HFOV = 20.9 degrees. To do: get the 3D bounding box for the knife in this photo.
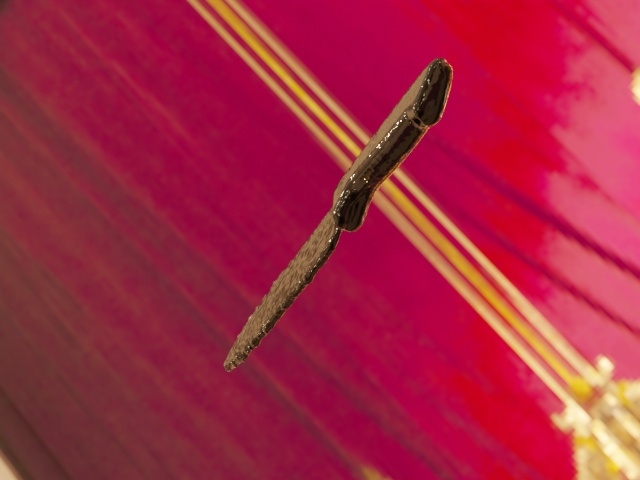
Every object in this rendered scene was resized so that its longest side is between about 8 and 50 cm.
[{"bbox_3d":[0.000,0.000,0.534,0.170,0.010,0.023,127,161,-50],"label":"knife"}]
